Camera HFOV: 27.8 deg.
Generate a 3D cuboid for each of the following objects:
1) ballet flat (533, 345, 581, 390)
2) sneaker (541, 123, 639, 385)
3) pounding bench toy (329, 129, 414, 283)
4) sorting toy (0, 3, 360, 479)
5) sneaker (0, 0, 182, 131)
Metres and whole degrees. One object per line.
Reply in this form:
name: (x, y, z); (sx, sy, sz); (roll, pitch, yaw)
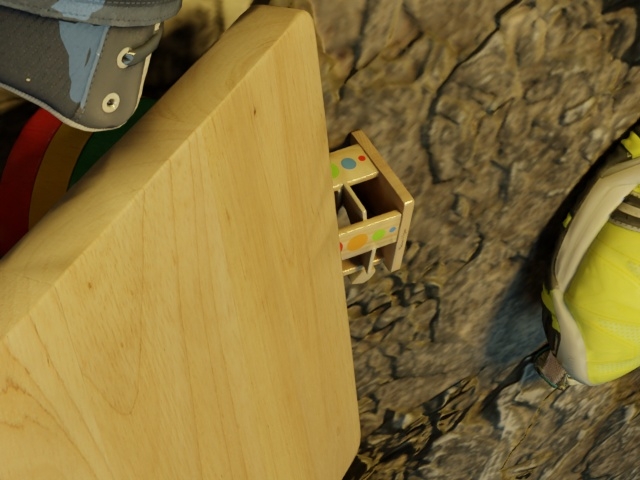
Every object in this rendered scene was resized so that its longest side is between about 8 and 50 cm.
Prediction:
ballet flat: (0.210, 0.076, 0.931); (0.114, 0.041, 0.041); (-28, 147, -10)
sneaker: (0.286, -0.035, 0.755); (0.384, 0.147, 0.145); (-47, 147, 22)
pounding bench toy: (0.000, 0.000, 0.633); (0.065, 0.052, 0.083); (-20, 145, -21)
sorting toy: (-0.086, 0.074, 0.507); (0.255, 0.089, 0.257); (-53, 148, -41)
sneaker: (-0.025, -0.117, 0.413); (0.226, 0.086, 0.163); (-1, 125, -27)
